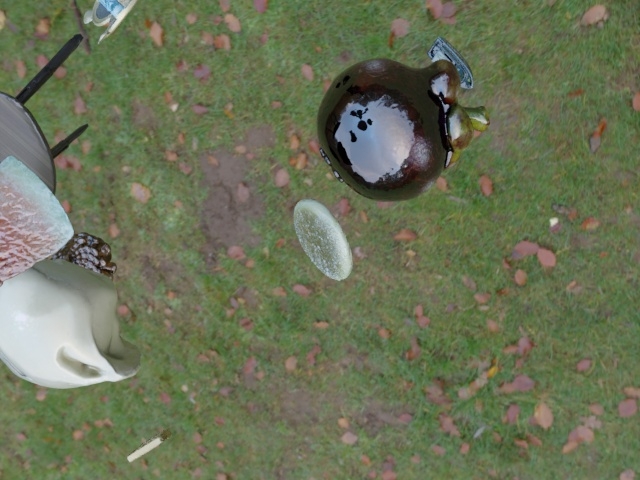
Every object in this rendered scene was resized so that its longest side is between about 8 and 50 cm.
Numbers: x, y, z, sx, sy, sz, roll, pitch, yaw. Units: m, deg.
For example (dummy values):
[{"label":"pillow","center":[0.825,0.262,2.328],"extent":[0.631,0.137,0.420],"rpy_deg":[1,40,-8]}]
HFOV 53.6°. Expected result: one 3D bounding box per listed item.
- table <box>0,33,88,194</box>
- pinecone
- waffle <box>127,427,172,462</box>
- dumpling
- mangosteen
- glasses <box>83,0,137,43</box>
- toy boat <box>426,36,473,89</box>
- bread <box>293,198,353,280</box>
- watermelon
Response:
[{"label":"table","center":[-0.580,-0.270,1.246],"extent":[0.317,0.249,0.317],"rpy_deg":[11,142,9]},{"label":"pinecone","center":[-0.608,0.068,1.609],"extent":[0.179,0.195,0.150],"rpy_deg":[-42,121,-2]},{"label":"waffle","center":[-0.384,0.463,1.442],"extent":[0.092,0.135,0.021],"rpy_deg":[-32,86,-4]},{"label":"dumpling","center":[-0.524,0.146,1.259],"extent":[0.395,0.315,0.233],"rpy_deg":[36,82,-6]},{"label":"mangosteen","center":[0.142,-0.229,1.250],"extent":[0.297,0.297,0.313],"rpy_deg":[48,124,-3]},{"label":"glasses","center":[-0.318,-0.388,0.835],"extent":[0.088,0.189,0.220],"rpy_deg":[-30,127,-9]},{"label":"toy boat","center":[0.306,-0.404,1.466],"extent":[0.141,0.060,0.055],"rpy_deg":[52,140,12]},{"label":"bread","center":[0.000,0.000,1.818],"extent":[0.267,0.040,0.267],"rpy_deg":[45,152,32]},{"label":"watermelon","center":[-0.486,0.014,0.931],"extent":[0.154,0.241,0.094],"rpy_deg":[44,163,6]}]
